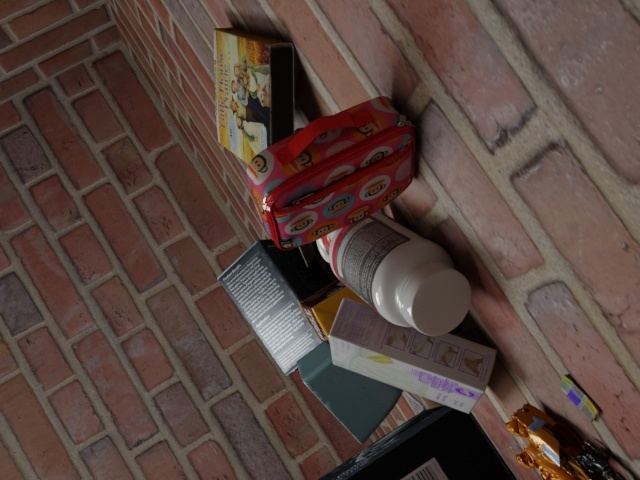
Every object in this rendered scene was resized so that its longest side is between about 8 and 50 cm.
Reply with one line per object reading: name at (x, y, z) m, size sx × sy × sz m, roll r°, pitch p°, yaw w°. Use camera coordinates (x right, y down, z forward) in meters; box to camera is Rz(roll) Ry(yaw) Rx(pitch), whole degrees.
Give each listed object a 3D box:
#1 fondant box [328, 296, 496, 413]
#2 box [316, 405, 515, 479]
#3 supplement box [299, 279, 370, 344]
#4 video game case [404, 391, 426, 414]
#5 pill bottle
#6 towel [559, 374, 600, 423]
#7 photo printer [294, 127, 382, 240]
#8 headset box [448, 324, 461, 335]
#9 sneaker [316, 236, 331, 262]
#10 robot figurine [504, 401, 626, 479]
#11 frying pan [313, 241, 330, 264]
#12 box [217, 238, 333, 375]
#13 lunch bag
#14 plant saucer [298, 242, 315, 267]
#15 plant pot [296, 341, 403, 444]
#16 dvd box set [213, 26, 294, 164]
fondant box at (0.189, 0.251, 1.546) m, size 0.330 × 0.096 × 0.238 m, roll 17°, pitch 159°, yaw 11°
box at (0.227, 0.707, 2.016) m, size 0.297 × 0.480 × 0.472 m, roll 58°, pitch 168°, yaw 13°
supplement box at (0.065, 0.195, 2.092) m, size 0.129 × 0.191 × 0.194 m, roll 60°, pitch 169°, yaw -6°
video game case at (0.324, 0.554, 2.377) m, size 0.087 × 0.011 × 0.122 m, roll 63°, pitch 167°, yaw -21°
pill bottle at (0.156, 0.064, 1.429) m, size 0.318 × 0.176 × 0.176 m, roll 38°, pitch 156°, yaw 60°
towel at (0.433, 0.265, 1.210) m, size 0.083 × 0.009 × 0.060 m, roll 52°, pitch 167°, yaw 26°
photo printer at (0.024, -0.112, 1.694) m, size 0.307 × 0.107 × 0.256 m, roll 47°, pitch 163°, yaw 43°
headset box at (0.261, 0.173, 1.554) m, size 0.032 × 0.062 × 0.083 m, roll 36°, pitch 156°, yaw 59°
sneaker at (0.020, -0.066, 1.922) m, size 0.279 × 0.107 × 0.118 m, roll 57°, pitch 150°, yaw -10°
robot figurine at (0.467, 0.433, 1.311) m, size 0.291 × 0.085 × 0.211 m, roll 41°, pitch 160°, yaw 55°
frying pan at (0.013, 0.023, 2.211) m, size 0.197 × 0.053 × 0.326 m, roll 60°, pitch 179°, yaw 23°
box at (-0.094, 0.201, 2.379) m, size 0.395 × 0.212 × 0.293 m, roll 54°, pitch -158°, yaw 12°
lunch bag at (0.021, -0.124, 1.239) m, size 0.120 × 0.293 × 0.258 m, roll 58°, pitch 170°, yaw 25°
plant saucer at (-0.085, -0.062, 2.298) m, size 0.310 × 0.050 × 0.311 m, roll 154°, pitch 90°, yaw -88°
plant pot at (0.112, 0.378, 2.064) m, size 0.247 × 0.252 × 0.248 m, roll 49°, pitch 178°, yaw -7°
dvd box set at (-0.168, -0.342, 1.742) m, size 0.420 × 0.062 × 0.308 m, roll -140°, pitch 46°, yaw -58°
